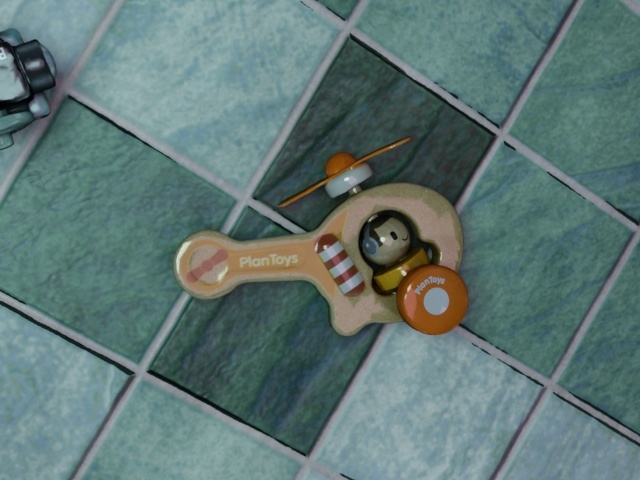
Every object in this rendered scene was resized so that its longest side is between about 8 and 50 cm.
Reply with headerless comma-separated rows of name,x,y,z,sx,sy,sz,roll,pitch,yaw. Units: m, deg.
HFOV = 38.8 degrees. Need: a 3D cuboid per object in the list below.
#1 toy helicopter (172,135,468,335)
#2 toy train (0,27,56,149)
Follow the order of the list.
toy helicopter,0.000,0.000,1.091,0.355,0.140,0.235,-5,94,-11
toy train,-0.435,-0.127,0.939,0.334,0.190,0.142,-24,101,-12
